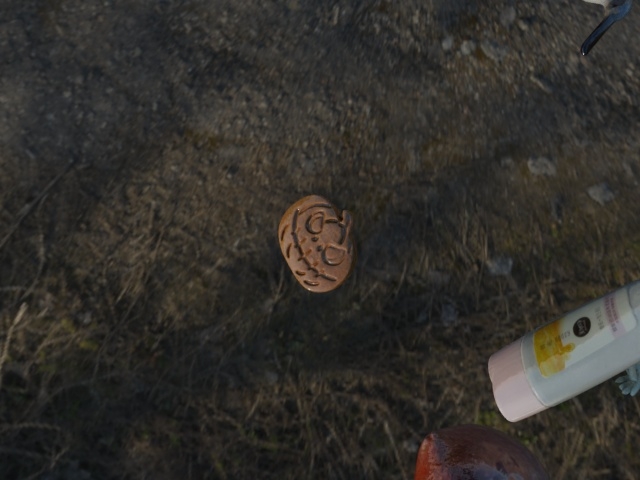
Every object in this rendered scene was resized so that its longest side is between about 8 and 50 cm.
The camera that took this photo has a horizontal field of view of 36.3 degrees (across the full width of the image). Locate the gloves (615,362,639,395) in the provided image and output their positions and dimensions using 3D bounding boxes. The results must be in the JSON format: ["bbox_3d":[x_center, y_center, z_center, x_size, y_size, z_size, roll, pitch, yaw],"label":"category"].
[{"bbox_3d":[0.443,0.182,1.389,0.037,0.081,0.044,12,159,19],"label":"gloves"}]

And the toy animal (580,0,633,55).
[{"bbox_3d":[0.386,-0.411,1.407,0.195,0.324,0.090,-32,144,9],"label":"toy animal"}]

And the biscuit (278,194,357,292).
[{"bbox_3d":[0.000,0.000,0.894,0.078,0.015,0.091,-39,67,20],"label":"biscuit"}]

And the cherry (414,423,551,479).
[{"bbox_3d":[0.241,0.385,1.435,0.206,0.239,0.239,26,120,34],"label":"cherry"}]

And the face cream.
[{"bbox_3d":[0.254,0.104,0.951,0.057,0.084,0.198,30,130,-34],"label":"face cream"}]
